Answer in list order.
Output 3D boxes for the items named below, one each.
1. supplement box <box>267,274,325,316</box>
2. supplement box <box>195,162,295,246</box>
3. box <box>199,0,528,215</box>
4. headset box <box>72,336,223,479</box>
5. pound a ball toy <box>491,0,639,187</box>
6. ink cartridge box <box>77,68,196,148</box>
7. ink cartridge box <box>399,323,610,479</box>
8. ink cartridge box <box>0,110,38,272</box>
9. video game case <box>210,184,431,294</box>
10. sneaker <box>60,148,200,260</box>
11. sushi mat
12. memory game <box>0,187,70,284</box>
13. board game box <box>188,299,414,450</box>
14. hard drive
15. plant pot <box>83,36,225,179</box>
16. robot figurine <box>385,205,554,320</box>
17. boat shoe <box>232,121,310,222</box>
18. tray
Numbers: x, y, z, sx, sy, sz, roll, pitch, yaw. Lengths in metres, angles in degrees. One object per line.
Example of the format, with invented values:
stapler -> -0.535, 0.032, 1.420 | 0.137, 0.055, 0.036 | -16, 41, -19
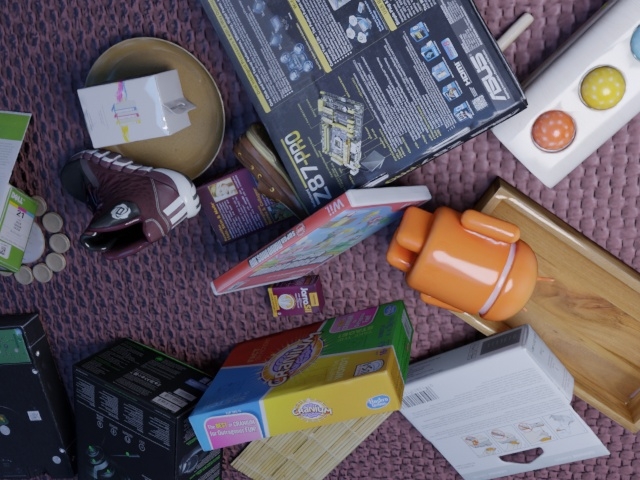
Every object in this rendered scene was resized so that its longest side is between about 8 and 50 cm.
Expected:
supplement box -> -0.040, 0.093, 1.178 | 0.083, 0.043, 0.055 | -7, 108, 13
supplement box -> -0.087, -0.078, 1.101 | 0.188, 0.081, 0.104 | -20, 105, 17
box -> 0.041, -0.272, 0.937 | 0.318, 0.097, 0.395 | -29, 86, 18
headset box -> -0.302, 0.355, 1.245 | 0.246, 0.131, 0.283 | 17, 114, 28
pound a ball toy -> 0.321, -0.219, 0.935 | 0.208, 0.136, 0.319 | 43, 112, -7
ink cartridge box -> -0.267, -0.200, 1.051 | 0.143, 0.092, 0.090 | -8, 108, 13
ink cartridge box -> 0.281, 0.272, 1.132 | 0.275, 0.060, 0.239 | -29, 111, 38
ink cartridge box -> -0.579, -0.088, 1.189 | 0.189, 0.097, 0.255 | 7, 73, 11
video game case -> 0.000, 0.000, 1.021 | 0.285, 0.204, 0.025 | -33, 76, 35
sneaker -> -0.336, -0.053, 1.079 | 0.281, 0.162, 0.106 | 10, 134, 30
sushi mat -> -0.019, 0.360, 1.290 | 0.151, 0.019, 0.316 | 39, 113, -4
memory game -> -0.534, -0.006, 1.258 | 0.186, 0.012, 0.186 | 4, 111, 10
board game box -> -0.020, 0.208, 1.112 | 0.316, 0.242, 0.064 | -17, 105, 17
hard drive -> -0.612, 0.308, 1.368 | 0.237, 0.064, 0.339 | -6, 110, 14
plant pot -> -0.260, -0.202, 1.116 | 0.236, 0.032, 0.236 | 4, 112, 11
robot figurine -> 0.205, 0.034, 0.984 | 0.219, 0.128, 0.158 | 24, 99, 3
boat shoe -> -0.059, -0.085, 1.017 | 0.060, 0.064, 0.178 | -37, 92, 26
tray -> 0.379, 0.102, 1.081 | 0.411, 0.076, 0.203 | 33, 113, -3
